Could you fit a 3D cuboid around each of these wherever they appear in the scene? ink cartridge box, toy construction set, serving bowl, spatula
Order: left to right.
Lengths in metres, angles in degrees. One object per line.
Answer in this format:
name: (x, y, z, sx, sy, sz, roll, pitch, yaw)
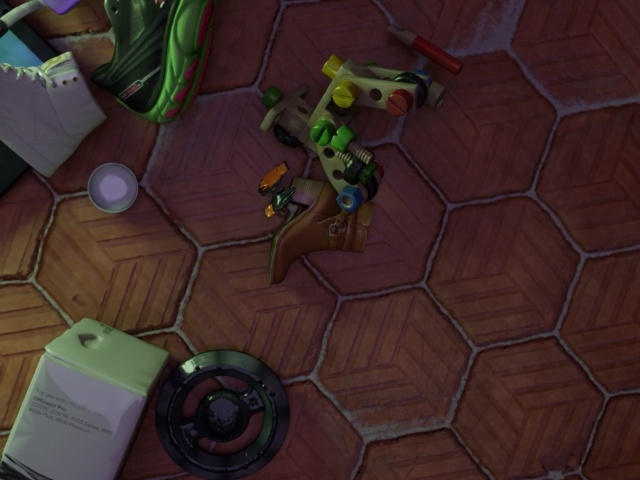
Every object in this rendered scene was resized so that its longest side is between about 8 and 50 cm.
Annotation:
spatula: (-0.478, -0.349, 1.260, 0.084, 0.030, 0.296, 45, 67, -5)
ink cartridge box: (-0.393, 0.348, 1.250, 0.166, 0.285, 0.395, 23, 93, -6)
serving bowl: (-0.345, -0.088, 1.349, 0.083, 0.027, 0.083, 0, 95, -3)
toy construction set: (0.047, -0.233, 1.283, 0.237, 0.257, 0.309, 36, 68, 10)

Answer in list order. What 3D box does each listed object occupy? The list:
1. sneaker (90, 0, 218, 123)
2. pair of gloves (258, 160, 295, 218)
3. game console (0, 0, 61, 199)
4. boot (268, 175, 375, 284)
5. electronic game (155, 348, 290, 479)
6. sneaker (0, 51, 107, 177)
sneaker: (-0.242, -0.415, 1.208, 0.202, 0.185, 0.483, 19, 110, -1)
pair of gloves: (-0.074, -0.085, 1.341, 0.074, 0.083, 0.010, -39, 140, 25)
game console: (-0.608, -0.254, 1.308, 0.342, 0.060, 0.386, -44, 95, 0)
boot: (0.000, 0.000, 1.355, 0.152, 0.073, 0.197, 18, 96, -8)
electronic game: (-0.167, 0.299, 1.378, 0.229, 0.048, 0.229, 0, 95, -4)
sneaker: (-0.453, -0.245, 1.201, 0.169, 0.108, 0.292, -43, 133, -1)
